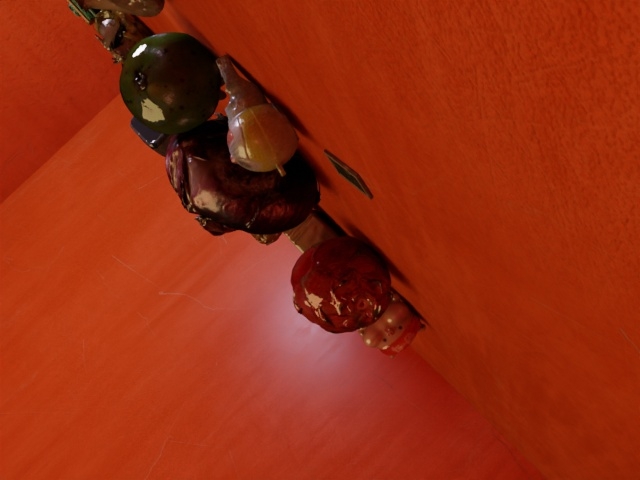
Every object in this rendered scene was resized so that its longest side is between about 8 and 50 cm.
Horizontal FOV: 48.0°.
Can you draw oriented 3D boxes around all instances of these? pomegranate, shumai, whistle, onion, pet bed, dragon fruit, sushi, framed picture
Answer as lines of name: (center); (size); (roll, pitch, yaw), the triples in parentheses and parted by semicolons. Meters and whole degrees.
pomegranate: (-0.255, -0.287, 1.322); (0.187, 0.187, 0.225); (45, -157, 11)
shumai: (-0.350, -0.424, 1.153); (0.201, 0.120, 0.201); (48, 175, 6)
whistle: (-0.117, -0.196, 1.163); (0.223, 0.123, 0.123); (60, 178, 9)
onion: (-0.156, -0.109, 1.415); (0.314, 0.232, 0.314); (18, -164, -5)
pet bed: (-0.497, -0.392, 2.408); (0.183, 0.211, 0.159); (43, -175, 29)
dragon fruit: (0.049, 0.102, 1.652); (0.241, 0.241, 0.252); (46, -169, -1)
sushi: (-0.490, -0.499, 1.824); (0.291, 0.131, 0.139); (53, -178, 31)
framed picture: (0.043, -0.103, 1.125); (0.089, 0.007, 0.066); (43, 176, 40)

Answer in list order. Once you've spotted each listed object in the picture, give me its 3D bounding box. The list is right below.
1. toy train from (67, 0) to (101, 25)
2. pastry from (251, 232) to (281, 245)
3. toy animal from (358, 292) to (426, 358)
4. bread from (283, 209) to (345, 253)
toy train: (-0.664, -0.692, 1.980); (0.136, 0.091, 0.227); (24, 159, 51)
pastry: (-0.195, -0.141, 2.136); (0.310, 0.162, 0.255); (55, -169, 23)
toy animal: (0.178, 0.221, 1.991); (0.197, 0.171, 0.171); (47, 177, 24)
bread: (0.002, 0.001, 1.911); (0.210, 0.110, 0.192); (46, -178, 2)
